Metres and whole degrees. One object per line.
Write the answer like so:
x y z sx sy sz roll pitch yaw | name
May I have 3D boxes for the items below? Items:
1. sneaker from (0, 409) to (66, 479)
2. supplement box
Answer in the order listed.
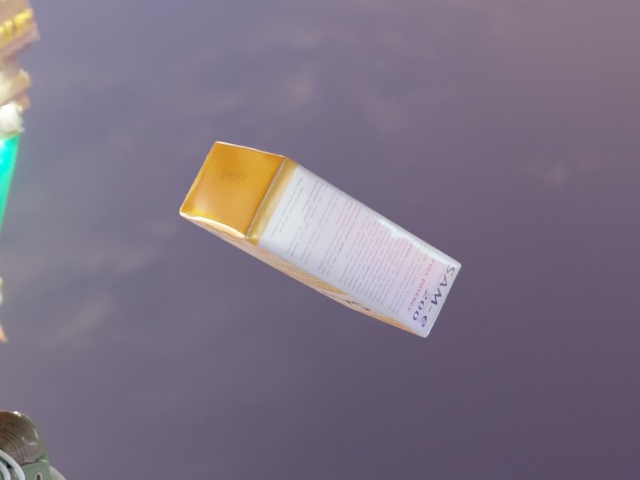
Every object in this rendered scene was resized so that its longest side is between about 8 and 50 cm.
-0.147 0.097 0.408 0.064 0.192 0.086 31 -111 15 | sneaker
0.000 0.000 0.437 0.062 0.098 0.036 18 -100 58 | supplement box
